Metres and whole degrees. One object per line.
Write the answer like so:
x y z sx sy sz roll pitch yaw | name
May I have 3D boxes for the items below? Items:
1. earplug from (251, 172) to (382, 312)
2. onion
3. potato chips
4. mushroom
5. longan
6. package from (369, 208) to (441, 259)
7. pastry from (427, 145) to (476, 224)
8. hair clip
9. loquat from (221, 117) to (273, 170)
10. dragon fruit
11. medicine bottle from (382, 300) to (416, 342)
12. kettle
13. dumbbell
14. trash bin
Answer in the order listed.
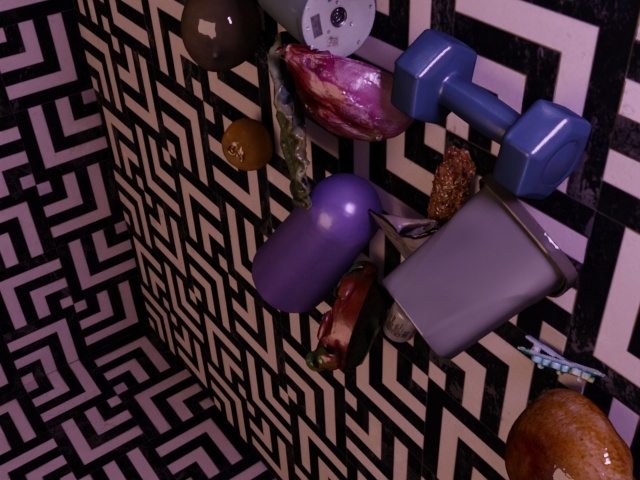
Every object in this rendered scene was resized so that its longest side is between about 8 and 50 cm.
0.000 0.000 1.778 0.215 0.215 0.456 59 149 11 | earplug
0.035 -0.263 1.404 0.283 0.120 0.227 24 173 -8 | onion
-0.066 -0.266 1.605 0.429 0.070 0.359 -99 4 -49 | potato chips
0.444 0.408 1.333 0.283 0.195 0.263 49 144 28 | mushroom
-0.231 -0.500 1.771 0.197 0.196 0.220 61 160 6 | longan
0.205 0.035 1.521 0.204 0.062 0.251 56 163 -27 | package
0.237 -0.094 1.416 0.087 0.063 0.169 47 149 36 | pastry
0.431 0.222 1.371 0.173 0.049 0.049 24 132 51 | hair clip
-0.189 -0.246 1.977 0.141 0.141 0.141 41 145 38 | loquat
0.068 0.192 1.779 0.130 0.268 0.295 24 112 2 | dragon fruit
0.194 0.165 1.696 0.079 0.079 0.140 53 150 21 | medicine bottle
-0.031 -0.486 1.464 0.243 0.160 0.211 43 156 45 | kettle
0.258 -0.202 1.201 0.325 0.144 0.160 45 149 35 | dumbbell
0.256 0.058 1.264 0.220 0.250 0.219 53 -172 22 | trash bin
